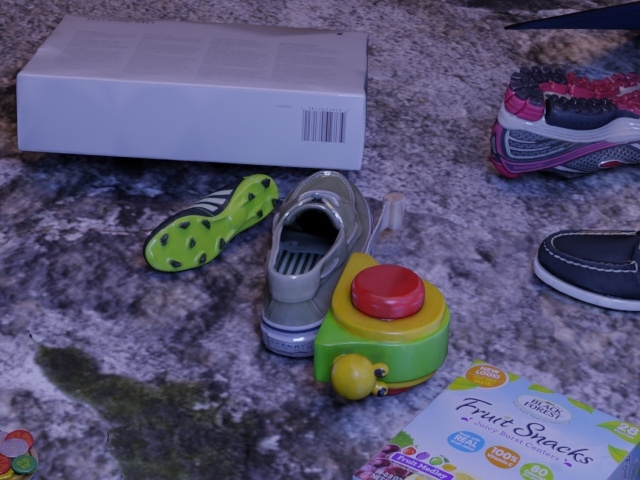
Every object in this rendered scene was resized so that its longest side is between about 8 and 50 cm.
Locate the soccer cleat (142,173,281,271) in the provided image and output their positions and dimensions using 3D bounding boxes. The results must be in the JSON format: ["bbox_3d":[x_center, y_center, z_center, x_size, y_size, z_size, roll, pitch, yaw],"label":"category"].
[{"bbox_3d":[-0.120,-0.017,1.718,0.179,0.060,0.072,-32,18,-33],"label":"soccer cleat"}]

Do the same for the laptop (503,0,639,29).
[{"bbox_3d":[0.504,-0.185,1.951,0.382,0.236,0.408,-9,59,-51],"label":"laptop"}]

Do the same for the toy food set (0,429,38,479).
[{"bbox_3d":[-0.283,0.189,1.408,0.082,0.020,0.083,-14,36,-24],"label":"toy food set"}]

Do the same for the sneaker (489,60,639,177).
[{"bbox_3d":[0.328,-0.126,1.878,0.299,0.112,0.121,4,36,-22],"label":"sneaker"}]

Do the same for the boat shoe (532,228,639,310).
[{"bbox_3d":[0.369,0.018,1.659,0.302,0.091,0.114,7,33,6],"label":"boat shoe"}]

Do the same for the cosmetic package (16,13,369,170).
[{"bbox_3d":[-0.134,-0.176,1.878,0.377,0.097,0.284,4,23,2],"label":"cosmetic package"}]

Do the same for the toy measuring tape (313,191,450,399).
[{"bbox_3d":[0.079,0.052,1.569,0.121,0.121,0.330,10,32,11],"label":"toy measuring tape"}]

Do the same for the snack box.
[{"bbox_3d":[0.152,0.201,1.378,0.174,0.070,0.207,21,35,27],"label":"snack box"}]

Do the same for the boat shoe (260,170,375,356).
[{"bbox_3d":[0.000,0.000,1.655,0.109,0.094,0.302,5,32,3],"label":"boat shoe"}]
